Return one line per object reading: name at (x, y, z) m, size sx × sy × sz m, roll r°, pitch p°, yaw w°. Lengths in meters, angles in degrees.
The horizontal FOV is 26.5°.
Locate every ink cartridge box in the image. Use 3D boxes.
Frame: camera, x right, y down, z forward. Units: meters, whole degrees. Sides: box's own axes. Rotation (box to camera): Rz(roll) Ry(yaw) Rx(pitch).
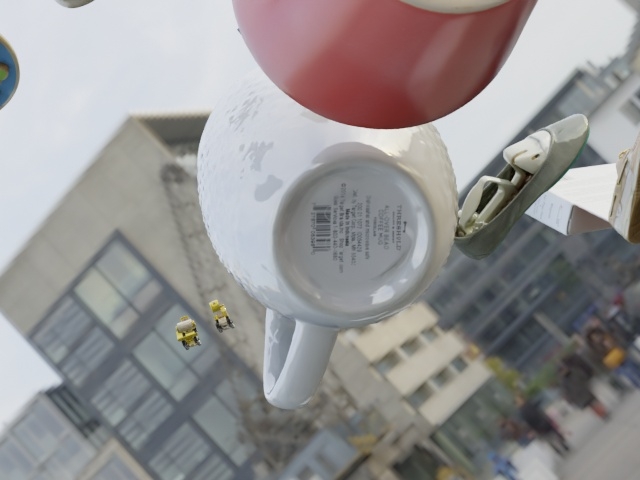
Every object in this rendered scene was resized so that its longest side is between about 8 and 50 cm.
ink cartridge box at (0.481, -0.050, 2.120) m, size 0.275 × 0.239 × 0.060 m, roll -9°, pitch -62°, yaw -35°

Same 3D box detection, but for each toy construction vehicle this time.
toy construction vehicle at (-0.176, 0.122, 2.014) m, size 0.086 × 0.035 × 0.098 m, roll -20°, pitch -22°, yaw 2°

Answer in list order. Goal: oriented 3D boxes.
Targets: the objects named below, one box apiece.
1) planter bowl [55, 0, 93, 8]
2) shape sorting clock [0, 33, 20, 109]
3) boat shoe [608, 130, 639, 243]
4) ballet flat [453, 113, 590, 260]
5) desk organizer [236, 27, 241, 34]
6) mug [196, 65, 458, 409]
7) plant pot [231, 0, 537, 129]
planter bowl at (-0.350, -0.416, 1.868) m, size 0.162 × 0.162 × 0.109 m, roll -46°, pitch -44°, yaw 10°
shape sorting clock at (-0.395, -0.158, 1.311) m, size 0.206 × 0.040 × 0.206 m, roll -7°, pitch -25°, yaw -3°
boat shoe at (0.374, -0.083, 1.601) m, size 0.063 × 0.059 × 0.170 m, roll -1°, pitch -67°, yaw -33°
ballet flat at (0.225, -0.069, 1.573) m, size 0.213 × 0.068 × 0.072 m, roll -51°, pitch 31°, yaw 12°
desk organizer at (-0.063, -0.337, 2.020) m, size 0.050 × 0.047 × 0.130 m, roll -39°, pitch 2°, yaw -43°
mug at (0.000, 0.000, 1.466) m, size 0.328 × 0.276 × 0.374 m, roll -118°, pitch 40°, yaw -73°
plant pot at (0.075, -0.247, 1.128) m, size 0.275 × 0.275 × 0.243 m, roll -42°, pitch 1°, yaw -13°
